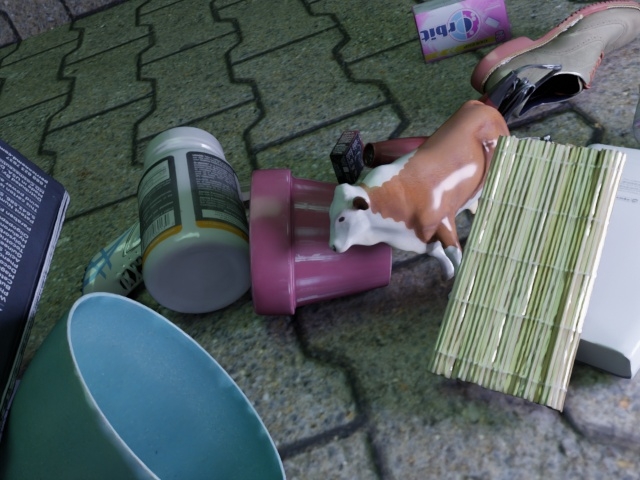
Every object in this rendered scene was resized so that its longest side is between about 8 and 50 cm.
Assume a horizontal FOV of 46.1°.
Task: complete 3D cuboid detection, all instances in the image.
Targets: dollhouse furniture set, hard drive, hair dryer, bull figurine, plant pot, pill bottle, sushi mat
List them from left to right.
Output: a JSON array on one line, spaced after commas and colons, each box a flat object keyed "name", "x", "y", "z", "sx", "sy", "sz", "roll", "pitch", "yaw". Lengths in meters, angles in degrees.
[{"name": "plant pot", "x": -0.203, "y": 0.225, "z": 0.757, "sx": 0.195, "sy": 0.290, "sz": 0.290, "roll": -44, "pitch": 34, "yaw": 8}, {"name": "pill bottle", "x": -0.194, "y": -0.039, "z": 1.140, "sx": 0.162, "sy": 0.162, "sz": 0.278, "roll": -19, "pitch": 46, "yaw": 2}, {"name": "dollhouse furniture set", "x": -0.165, "y": -0.063, "z": 1.321, "sx": 0.152, "sy": 0.058, "sz": 0.076, "roll": -12, "pitch": 22, "yaw": -23}, {"name": "plant pot", "x": 0.000, "y": 0.000, "z": 1.016, "sx": 0.180, "sy": 0.201, "sz": 0.201, "roll": -2, "pitch": 36, "yaw": 0}, {"name": "bull figurine", "x": 0.149, "y": -0.052, "z": 0.941, "sx": 0.310, "sy": 0.188, "sz": 0.101, "roll": -41, "pitch": 15, "yaw": -26}, {"name": "hair dryer", "x": 0.201, "y": -0.160, "z": 1.094, "sx": 0.294, "sy": 0.223, "sz": 0.080, "roll": -20, "pitch": 53, "yaw": 4}, {"name": "sushi mat", "x": 0.235, "y": 0.022, "z": 0.853, "sx": 0.152, "sy": 0.019, "sz": 0.316, "roll": 11, "pitch": 70, "yaw": 29}, {"name": "hard drive", "x": 0.358, "y": 0.004, "z": 0.939, "sx": 0.233, "sy": 0.047, "sz": 0.353, "roll": 19, "pitch": 50, "yaw": 43}]

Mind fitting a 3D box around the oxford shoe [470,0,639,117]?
[{"name": "oxford shoe", "x": 0.434, "y": -0.302, "z": 1.294, "sx": 0.348, "sy": 0.123, "sz": 0.130, "roll": -27, "pitch": 61, "yaw": -12}]

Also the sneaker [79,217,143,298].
[{"name": "sneaker", "x": -0.296, "y": 0.031, "z": 1.203, "sx": 0.086, "sy": 0.085, "sz": 0.237, "roll": -1, "pitch": 40, "yaw": 33}]

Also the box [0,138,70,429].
[{"name": "box", "x": -0.569, "y": 0.123, "z": 0.836, "sx": 0.480, "sy": 0.297, "sz": 0.471, "roll": -41, "pitch": 30, "yaw": 15}]

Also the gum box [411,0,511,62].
[{"name": "gum box", "x": 0.292, "y": -0.448, "z": 1.540, "sx": 0.189, "sy": 0.107, "sz": 0.062, "roll": -14, "pitch": 35, "yaw": 9}]

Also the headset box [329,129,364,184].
[{"name": "headset box", "x": 0.050, "y": -0.145, "z": 1.287, "sx": 0.032, "sy": 0.062, "sz": 0.083, "roll": 0, "pitch": 40, "yaw": 26}]

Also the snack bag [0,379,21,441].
[{"name": "snack bag", "x": -0.534, "y": 0.312, "z": 0.983, "sx": 0.343, "sy": 0.037, "sz": 0.323, "roll": -7, "pitch": 36, "yaw": 24}]

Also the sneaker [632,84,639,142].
[{"name": "sneaker", "x": 0.538, "y": -0.143, "z": 1.008, "sx": 0.252, "sy": 0.111, "sz": 0.103, "roll": 31, "pitch": 45, "yaw": 24}]
